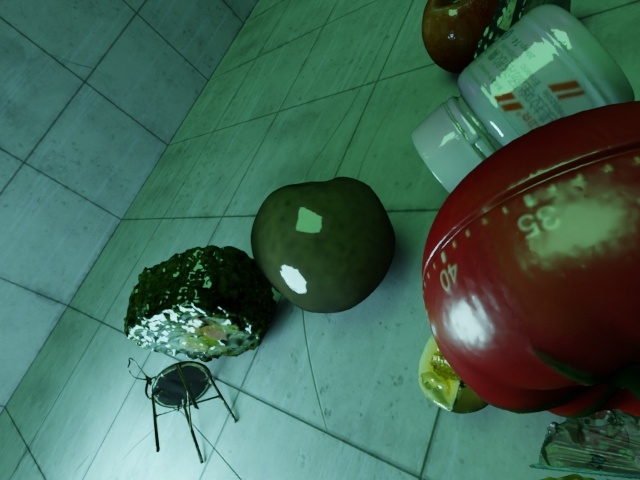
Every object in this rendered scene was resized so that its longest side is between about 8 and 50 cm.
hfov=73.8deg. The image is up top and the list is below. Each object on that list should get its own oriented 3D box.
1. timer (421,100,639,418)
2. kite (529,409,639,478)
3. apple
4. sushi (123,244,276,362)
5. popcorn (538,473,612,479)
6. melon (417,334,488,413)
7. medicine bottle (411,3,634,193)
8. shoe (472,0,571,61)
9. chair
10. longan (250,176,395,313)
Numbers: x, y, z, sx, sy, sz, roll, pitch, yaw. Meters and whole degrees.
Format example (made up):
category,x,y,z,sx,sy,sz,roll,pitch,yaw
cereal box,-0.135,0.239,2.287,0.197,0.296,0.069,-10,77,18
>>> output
category,x,y,z,sx,sy,sz,roll,pitch,yaw
timer,0.302,0.034,0.463,0.378,0.378,0.279,-24,51,30
kite,0.431,0.169,0.542,0.406,0.014,0.368,-49,38,2
apple,0.358,-0.521,1.033,0.218,0.201,0.218,-19,54,28
sushi,-0.275,0.167,1.021,0.352,0.294,0.178,-24,48,33
popcorn,0.251,0.363,0.387,0.251,0.206,0.236,-40,-20,-43
melon,0.223,0.199,0.684,0.128,0.079,0.160,-21,44,58
medicine bottle,0.341,-0.221,0.766,0.302,0.241,0.241,-40,38,29
shoe,0.452,-0.431,0.913,0.132,0.171,0.336,42,116,62
chair,-0.350,0.365,1.048,0.170,0.160,0.326,-48,39,0
longan,0.000,0.000,0.907,0.350,0.288,0.288,19,74,47
